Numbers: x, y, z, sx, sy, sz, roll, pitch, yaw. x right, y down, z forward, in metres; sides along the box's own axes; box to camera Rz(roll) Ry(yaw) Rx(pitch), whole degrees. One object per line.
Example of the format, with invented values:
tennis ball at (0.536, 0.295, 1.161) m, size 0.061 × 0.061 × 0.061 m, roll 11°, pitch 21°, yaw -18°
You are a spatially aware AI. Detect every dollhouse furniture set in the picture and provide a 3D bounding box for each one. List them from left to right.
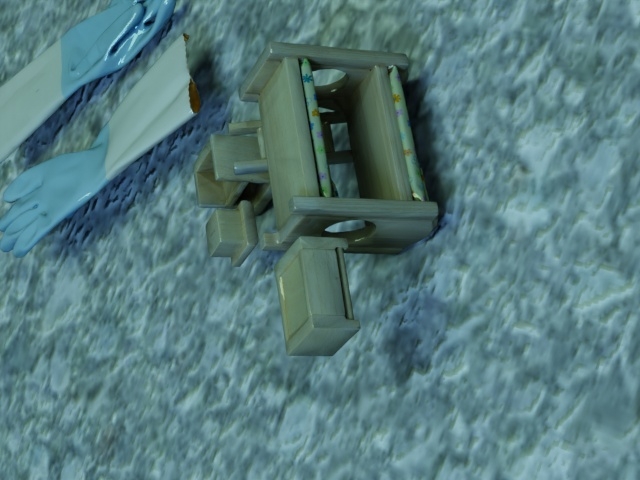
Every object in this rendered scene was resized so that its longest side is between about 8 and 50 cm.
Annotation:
dollhouse furniture set at (0.000, 0.000, 0.866) m, size 0.161 × 0.101 × 0.182 m, roll 131°, pitch 135°, yaw -56°

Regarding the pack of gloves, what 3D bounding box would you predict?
pack of gloves at (-0.168, -0.098, 1.083) m, size 0.232 × 0.046 × 0.195 m, roll -35°, pitch 44°, yaw 29°
